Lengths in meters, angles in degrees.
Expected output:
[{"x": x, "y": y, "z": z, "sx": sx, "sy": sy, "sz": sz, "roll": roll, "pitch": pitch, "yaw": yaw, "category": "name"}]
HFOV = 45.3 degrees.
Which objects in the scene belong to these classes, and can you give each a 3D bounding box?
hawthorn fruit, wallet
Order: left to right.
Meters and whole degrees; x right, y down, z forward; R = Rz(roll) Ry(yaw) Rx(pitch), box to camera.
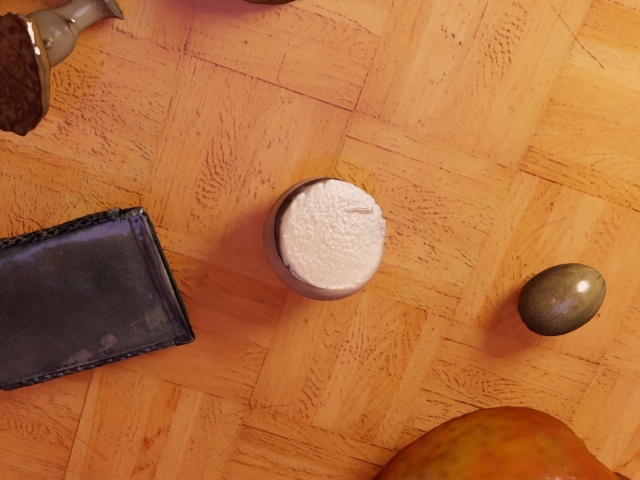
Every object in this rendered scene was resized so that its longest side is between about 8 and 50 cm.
[{"x": -0.380, "y": 0.087, "z": 1.121, "sx": 0.342, "sy": 0.075, "sz": 0.237, "roll": -15, "pitch": 119, "yaw": 3, "category": "wallet"}, {"x": 0.265, "y": 0.472, "z": 1.083, "sx": 0.471, "sy": 0.472, "sz": 0.472, "roll": 0, "pitch": 110, "yaw": 0, "category": "hawthorn fruit"}]

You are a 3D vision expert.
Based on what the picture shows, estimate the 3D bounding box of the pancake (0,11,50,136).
[{"x": -0.425, "y": -0.242, "z": 0.984, "sx": 0.235, "sy": 0.029, "sz": 0.212, "roll": 51, "pitch": 133, "yaw": 7, "category": "pancake"}]

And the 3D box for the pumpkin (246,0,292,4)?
[{"x": -0.041, "y": -0.388, "z": 0.919, "sx": 0.217, "sy": 0.110, "sz": 0.217, "roll": -12, "pitch": 118, "yaw": -25, "category": "pumpkin"}]

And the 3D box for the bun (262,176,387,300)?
[{"x": 0.000, "y": 0.000, "z": 1.072, "sx": 0.172, "sy": 0.120, "sz": 0.173, "roll": 2, "pitch": 83, "yaw": -17, "category": "bun"}]

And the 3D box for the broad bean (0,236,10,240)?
[{"x": -0.521, "y": 0.042, "z": 1.136, "sx": 0.226, "sy": 0.039, "sz": 0.069, "roll": -27, "pitch": 101, "yaw": 10, "category": "broad bean"}]

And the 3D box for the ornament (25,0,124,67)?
[{"x": -0.340, "y": -0.277, "z": 1.000, "sx": 0.156, "sy": 0.081, "sz": 0.075, "roll": -30, "pitch": 127, "yaw": 6, "category": "ornament"}]

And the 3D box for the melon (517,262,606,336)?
[{"x": 0.350, "y": 0.085, "z": 1.113, "sx": 0.130, "sy": 0.098, "sz": 0.098, "roll": -32, "pitch": 106, "yaw": 7, "category": "melon"}]
